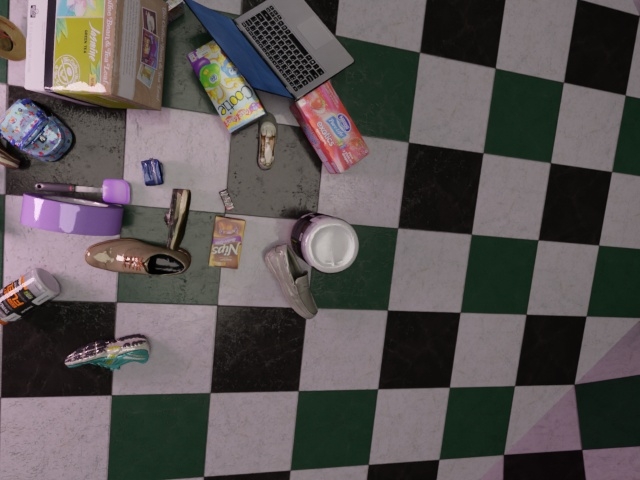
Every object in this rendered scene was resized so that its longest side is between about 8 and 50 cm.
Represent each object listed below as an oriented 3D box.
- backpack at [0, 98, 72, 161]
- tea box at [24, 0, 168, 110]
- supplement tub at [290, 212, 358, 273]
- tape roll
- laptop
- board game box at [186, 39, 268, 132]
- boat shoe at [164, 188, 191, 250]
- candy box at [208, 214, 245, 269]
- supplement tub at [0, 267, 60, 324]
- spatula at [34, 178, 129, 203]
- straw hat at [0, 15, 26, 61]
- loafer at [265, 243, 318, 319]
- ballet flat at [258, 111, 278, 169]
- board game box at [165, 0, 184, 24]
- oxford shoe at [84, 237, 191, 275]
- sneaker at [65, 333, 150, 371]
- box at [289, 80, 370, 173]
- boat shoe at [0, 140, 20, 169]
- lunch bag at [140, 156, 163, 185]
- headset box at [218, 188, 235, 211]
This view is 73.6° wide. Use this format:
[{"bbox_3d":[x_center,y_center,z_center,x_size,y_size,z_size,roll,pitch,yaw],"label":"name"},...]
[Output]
[{"bbox_3d":[-0.900,-0.340,1.359,0.158,0.117,0.173,-46,109,-4],"label":"backpack"},{"bbox_3d":[-0.658,-0.580,1.270,0.324,0.220,0.328,8,96,16],"label":"tea box"},{"bbox_3d":[0.000,0.000,1.539,0.194,0.316,0.193,-2,98,-16],"label":"supplement tub"},{"bbox_3d":[-0.773,-0.082,1.344,0.275,0.275,0.090,9,94,-16],"label":"tape roll"},{"bbox_3d":[-0.149,-0.675,1.384,0.408,0.236,0.382,-36,82,-8],"label":"laptop"},{"bbox_3d":[-0.310,-0.524,1.462,0.144,0.142,0.275,-28,104,4],"label":"board game box"},{"bbox_3d":[-0.515,-0.077,1.514,0.074,0.080,0.223,11,81,-2],"label":"boat shoe"},{"bbox_3d":[-0.347,0.007,1.586,0.109,0.053,0.186,8,97,-16],"label":"candy box"},{"bbox_3d":[-0.980,0.186,1.409,0.190,0.117,0.117,-35,105,-8],"label":"supplement tub"},{"bbox_3d":[-0.804,-0.175,1.450,0.297,0.030,0.084,3,96,-15],"label":"spatula"},{"bbox_3d":[-0.989,-0.613,1.321,0.061,0.144,0.144,-14,104,26],"label":"straw hat"},{"bbox_3d":[-0.092,0.159,1.634,0.112,0.112,0.319,-24,106,25],"label":"loafer"},{"bbox_3d":[-0.190,-0.365,1.567,0.072,0.068,0.213,2,97,-14],"label":"ballet flat"},{"bbox_3d":[-0.520,-0.738,1.410,0.154,0.103,0.026,-39,105,-6],"label":"board game box"},{"bbox_3d":[-0.630,0.061,1.477,0.349,0.130,0.122,2,97,-15],"label":"oxford shoe"},{"bbox_3d":[-0.751,0.417,1.513,0.276,0.107,0.109,-6,109,-14],"label":"sneaker"},{"bbox_3d":[0.032,-0.407,1.578,0.142,0.154,0.300,-36,104,-8],"label":"box"},{"bbox_3d":[-1.052,-0.330,1.333,0.257,0.095,0.095,37,81,-16],"label":"boat shoe"},{"bbox_3d":[-0.579,-0.239,1.482,0.065,0.067,0.098,-9,99,-14],"label":"lunch bag"},{"bbox_3d":[-0.340,-0.144,1.561,0.032,0.062,0.083,-23,103,-10],"label":"headset box"}]
